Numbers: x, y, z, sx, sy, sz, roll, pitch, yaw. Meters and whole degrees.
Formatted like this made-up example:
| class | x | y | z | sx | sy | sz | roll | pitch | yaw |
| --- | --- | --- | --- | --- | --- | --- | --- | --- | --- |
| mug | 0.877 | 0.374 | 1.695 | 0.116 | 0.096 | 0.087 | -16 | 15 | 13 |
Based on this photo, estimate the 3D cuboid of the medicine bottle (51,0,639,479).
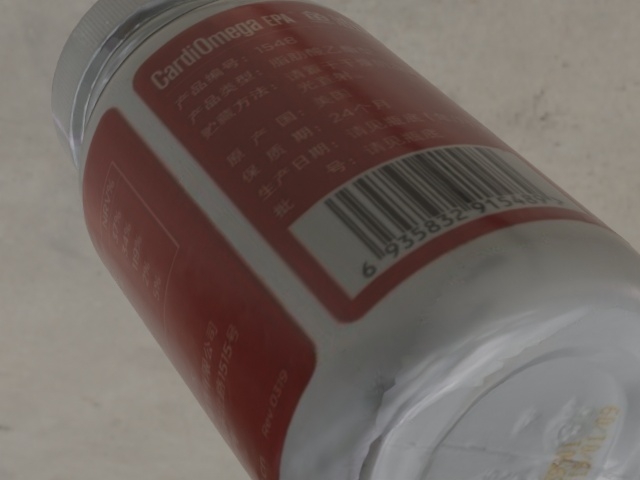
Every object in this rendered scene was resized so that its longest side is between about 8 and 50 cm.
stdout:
| class | x | y | z | sx | sy | sz | roll | pitch | yaw |
| --- | --- | --- | --- | --- | --- | --- | --- | --- | --- |
| medicine bottle | 0.000 | 0.000 | 0.472 | 0.131 | 0.250 | 0.131 | -17 | 128 | -22 |
